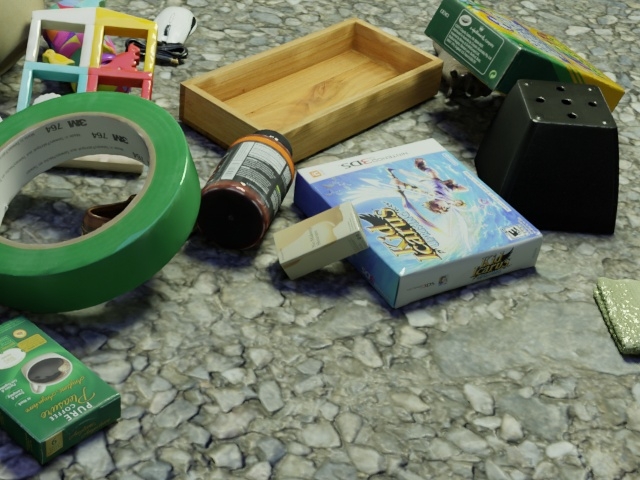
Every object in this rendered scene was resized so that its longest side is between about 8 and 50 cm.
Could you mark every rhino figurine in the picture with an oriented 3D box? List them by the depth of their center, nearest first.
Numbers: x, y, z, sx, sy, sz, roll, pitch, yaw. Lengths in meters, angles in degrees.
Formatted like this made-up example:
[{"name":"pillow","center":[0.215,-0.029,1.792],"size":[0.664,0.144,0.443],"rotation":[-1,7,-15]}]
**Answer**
[{"name":"rhino figurine","center":[0.249,-0.305,2.056],"size":[0.106,0.073,0.243],"rotation":[9,37,-6]}]

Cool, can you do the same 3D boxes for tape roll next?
[{"name":"tape roll","center":[-0.316,-0.056,1.510],"size":[0.321,0.077,0.321],"rotation":[-6,49,7]}]

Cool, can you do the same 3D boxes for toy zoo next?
[{"name":"toy zoo","center":[-0.346,-0.243,1.770],"size":[0.192,0.030,0.293],"rotation":[5,66,-5]}]

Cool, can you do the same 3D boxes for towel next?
[{"name":"towel","center":[0.427,0.100,1.568],"size":[0.110,0.027,0.148],"rotation":[3,36,-6]}]

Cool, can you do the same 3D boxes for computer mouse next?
[{"name":"computer mouse","center":[-0.266,-0.368,2.068],"size":[0.106,0.042,0.193],"rotation":[9,36,4]}]

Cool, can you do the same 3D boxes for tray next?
[{"name":"tray","center":[-0.008,-0.243,1.920],"size":[0.203,0.076,0.411],"rotation":[32,41,30]}]

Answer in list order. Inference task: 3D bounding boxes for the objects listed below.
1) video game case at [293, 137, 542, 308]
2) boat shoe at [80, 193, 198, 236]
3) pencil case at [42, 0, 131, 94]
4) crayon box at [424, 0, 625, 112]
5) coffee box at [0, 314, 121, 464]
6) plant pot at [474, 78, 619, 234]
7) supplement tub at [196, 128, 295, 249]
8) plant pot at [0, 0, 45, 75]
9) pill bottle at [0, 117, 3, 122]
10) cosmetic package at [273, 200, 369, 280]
[{"name":"video game case","center":[0.133,-0.034,1.668],"size":[0.244,0.061,0.269],"rotation":[-16,42,-28]},{"name":"boat shoe","center":[-0.235,-0.031,1.593],"size":[0.178,0.060,0.064],"rotation":[-13,41,-27]},{"name":"pencil case","center":[-0.374,-0.300,1.908],"size":[0.104,0.104,0.236],"rotation":[-12,41,-25]},{"name":"crayon box","center":[0.348,-0.283,1.925],"size":[0.323,0.083,0.203],"rotation":[13,26,-41]},{"name":"coffee box","center":[-0.323,0.163,1.325],"size":[0.184,0.040,0.113],"rotation":[31,42,29]},{"name":"plant pot","center":[0.345,-0.133,1.756],"size":[0.187,0.167,0.188],"rotation":[4,37,-5]},{"name":"supplement tub","center":[-0.098,-0.079,1.649],"size":[0.106,0.106,0.198],"rotation":[14,35,8]},{"name":"plant pot","center":[-0.543,-0.359,1.851],"size":[0.191,0.284,0.284],"rotation":[46,39,-8]},{"name":"pill bottle","center":[-0.515,-0.113,1.612],"size":[0.108,0.108,0.193],"rotation":[18,37,14]},{"name":"cosmetic package","center":[0.000,0.000,1.562],"size":[0.115,0.041,0.060],"rotation":[-24,48,7]}]
